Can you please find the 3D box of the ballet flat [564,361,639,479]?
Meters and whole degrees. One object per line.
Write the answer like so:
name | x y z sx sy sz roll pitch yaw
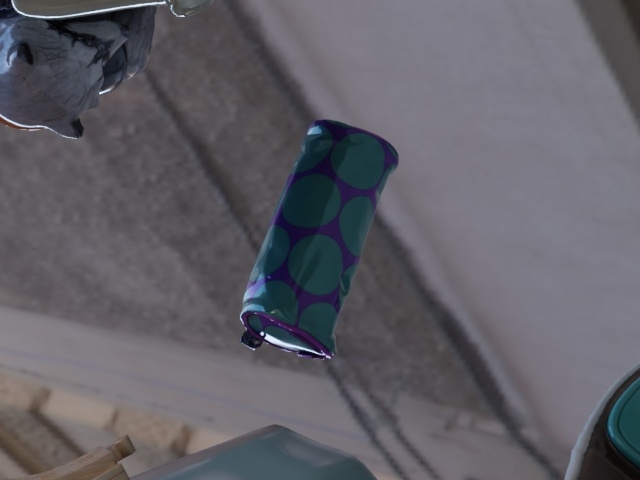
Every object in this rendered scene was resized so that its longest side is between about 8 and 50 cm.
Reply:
ballet flat | 0.206 0.195 1.262 0.400 0.139 0.139 -41 -52 -47

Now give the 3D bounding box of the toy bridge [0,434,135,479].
toy bridge | -0.135 0.105 0.536 0.188 0.026 0.063 -31 -83 -15

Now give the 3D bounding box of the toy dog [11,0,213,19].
toy dog | -0.143 -0.264 1.011 0.408 0.395 0.284 -9 -61 -16

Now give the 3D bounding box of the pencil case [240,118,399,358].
pencil case | 0.000 0.000 1.189 0.070 0.064 0.151 48 -125 -49

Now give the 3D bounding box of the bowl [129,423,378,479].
bowl | -0.068 0.178 0.742 0.311 0.311 0.163 -15 -97 -50

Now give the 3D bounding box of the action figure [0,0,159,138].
action figure | -0.123 -0.170 1.211 0.330 0.341 0.178 -74 -15 -55
